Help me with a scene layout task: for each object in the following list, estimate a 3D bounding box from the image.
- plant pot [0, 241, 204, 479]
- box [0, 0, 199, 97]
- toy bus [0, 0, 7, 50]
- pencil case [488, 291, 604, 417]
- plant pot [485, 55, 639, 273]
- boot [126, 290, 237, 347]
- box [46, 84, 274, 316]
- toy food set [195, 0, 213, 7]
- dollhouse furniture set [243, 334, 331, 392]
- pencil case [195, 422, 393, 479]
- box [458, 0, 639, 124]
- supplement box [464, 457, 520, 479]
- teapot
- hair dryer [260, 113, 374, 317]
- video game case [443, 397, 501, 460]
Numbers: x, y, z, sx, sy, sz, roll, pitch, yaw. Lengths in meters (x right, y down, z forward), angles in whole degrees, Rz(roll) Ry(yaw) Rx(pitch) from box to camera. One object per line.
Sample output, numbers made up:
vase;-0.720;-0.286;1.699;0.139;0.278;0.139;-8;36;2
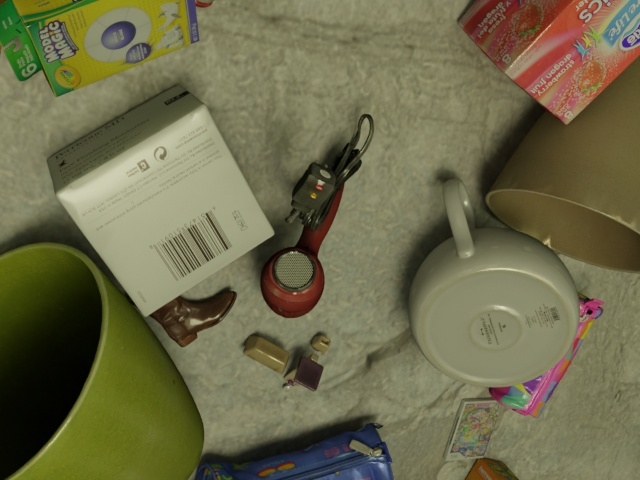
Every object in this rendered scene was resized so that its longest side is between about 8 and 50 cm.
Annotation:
plant pot;-0.266;0.192;0.828;0.275;0.275;0.293;-43;140;-3
box;-0.204;-0.201;0.675;0.179;0.043;0.105;-25;160;-15
toy bus;-0.437;-0.244;0.602;0.332;0.130;0.108;13;105;-30
pencil case;0.376;0.182;1.216;0.104;0.104;0.236;20;103;-32
plant pot;0.409;-0.130;1.026;0.256;0.256;0.274;32;81;-33
boot;-0.178;0.070;0.930;0.106;0.037;0.114;-42;119;-7
box;-0.180;-0.048;0.824;0.181;0.119;0.182;-33;122;-10
toy food set;-0.188;-0.287;0.731;0.232;0.111;0.104;7;143;-40
dollhouse furniture set;-0.059;0.167;1.046;0.114;0.091;0.081;30;139;-11
pencil case;-0.031;0.359;1.075;0.306;0.119;0.133;-7;144;-24
box;0.345;-0.317;0.899;0.154;0.142;0.300;26;118;-37
supplement box;0.276;0.516;1.326;0.080;0.078;0.233;24;99;-29
teapot;0.244;0.070;1.056;0.252;0.187;0.256;21;123;-6
hair dryer;0.000;0.000;0.915;0.080;0.223;0.293;31;123;7
video game case;0.270;0.333;1.280;0.087;0.011;0.122;4;110;-28
